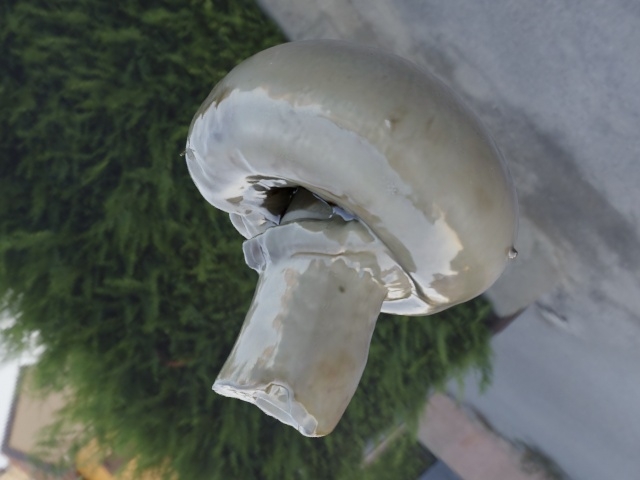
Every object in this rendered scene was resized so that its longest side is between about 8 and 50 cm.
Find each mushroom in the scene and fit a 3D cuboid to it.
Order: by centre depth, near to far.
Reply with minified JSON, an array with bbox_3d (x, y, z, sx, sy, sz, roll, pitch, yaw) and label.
[{"bbox_3d":[0.000,0.000,0.702,0.292,0.290,0.292,27,161,10],"label":"mushroom"}]
